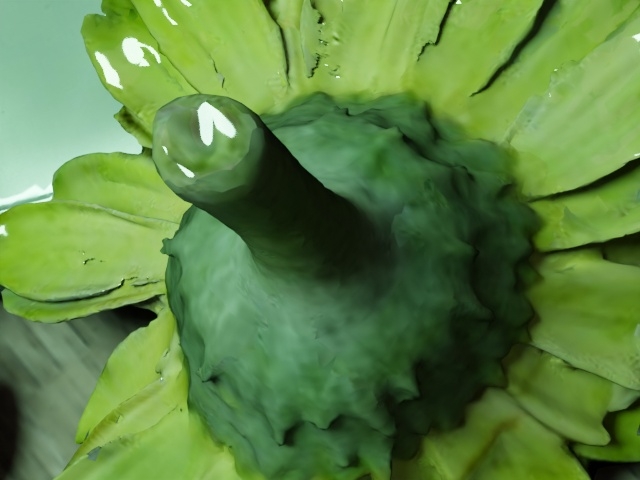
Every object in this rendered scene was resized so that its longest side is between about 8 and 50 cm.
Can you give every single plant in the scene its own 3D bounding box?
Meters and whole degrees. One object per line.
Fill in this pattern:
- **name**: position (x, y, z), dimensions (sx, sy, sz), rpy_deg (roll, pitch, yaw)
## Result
- **plant**: position (0.034, 0.010, 0.554), dimensions (0.261, 0.297, 0.306), rpy_deg (10, 78, -19)

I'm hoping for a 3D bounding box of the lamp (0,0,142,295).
- **lamp**: position (-0.087, -0.121, 0.735), dimensions (0.266, 0.047, 0.269), rpy_deg (-14, 65, 0)
